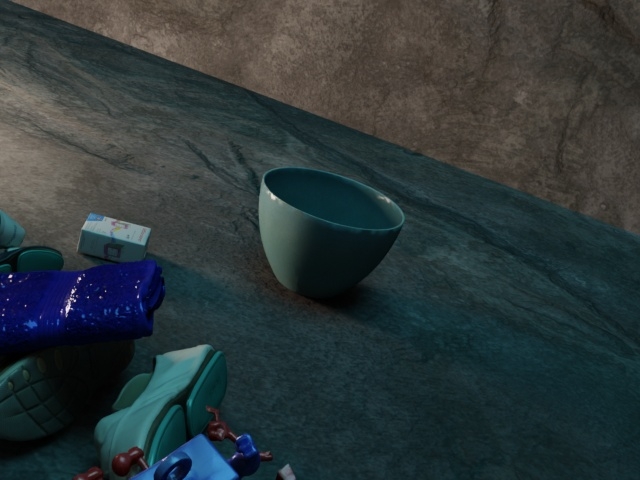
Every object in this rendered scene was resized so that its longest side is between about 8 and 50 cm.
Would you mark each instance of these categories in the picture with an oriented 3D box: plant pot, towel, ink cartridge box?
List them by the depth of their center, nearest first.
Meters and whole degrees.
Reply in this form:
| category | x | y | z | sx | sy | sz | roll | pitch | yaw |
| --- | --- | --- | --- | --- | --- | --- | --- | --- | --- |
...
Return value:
| category | x | y | z | sx | sy | sz | roll | pitch | yaw |
| --- | --- | --- | --- | --- | --- | --- | --- | --- | --- |
| towel | -0.371 | 0.087 | 1.318 | 0.308 | 0.076 | 0.228 | -7 | 12 | -3 |
| ink cartridge box | -0.389 | -0.001 | 1.837 | 0.122 | 0.052 | 0.088 | 16 | 21 | -8 |
| plant pot | 0.000 | 0.000 | 1.935 | 0.290 | 0.196 | 0.290 | 15 | 21 | -6 |

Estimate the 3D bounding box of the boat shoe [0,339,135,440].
| category | x | y | z | sx | sy | sz | roll | pitch | yaw |
| --- | --- | --- | --- | --- | --- | --- | --- | --- | --- |
| boat shoe | -0.381 | 0.182 | 1.339 | 0.116 | 0.123 | 0.324 | 0 | 12 | 20 |

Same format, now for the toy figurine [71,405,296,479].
| category | x | y | z | sx | sy | sz | roll | pitch | yaw |
| --- | --- | --- | --- | --- | --- | --- | --- | --- | --- |
| toy figurine | -0.183 | 0.262 | 0.956 | 0.362 | 0.217 | 0.191 | -27 | 63 | -28 |

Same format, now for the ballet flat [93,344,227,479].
| category | x | y | z | sx | sy | sz | roll | pitch | yaw |
| --- | --- | --- | --- | --- | --- | --- | --- | --- | --- |
| ballet flat | -0.226 | 0.250 | 1.290 | 0.139 | 0.139 | 0.400 | 18 | 17 | 2 |

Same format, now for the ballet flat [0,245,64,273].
| category | x | y | z | sx | sy | sz | roll | pitch | yaw |
| --- | --- | --- | --- | --- | --- | --- | --- | --- | --- |
| ballet flat | -0.524 | 0.041 | 1.615 | 0.074 | 0.074 | 0.203 | 29 | 26 | 27 |

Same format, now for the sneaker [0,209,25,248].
| category | x | y | z | sx | sy | sz | roll | pitch | yaw |
| --- | --- | --- | --- | --- | --- | --- | --- | --- | --- |
| sneaker | -0.644 | -0.032 | 1.677 | 0.297 | 0.111 | 0.129 | 17 | -11 | 25 |
